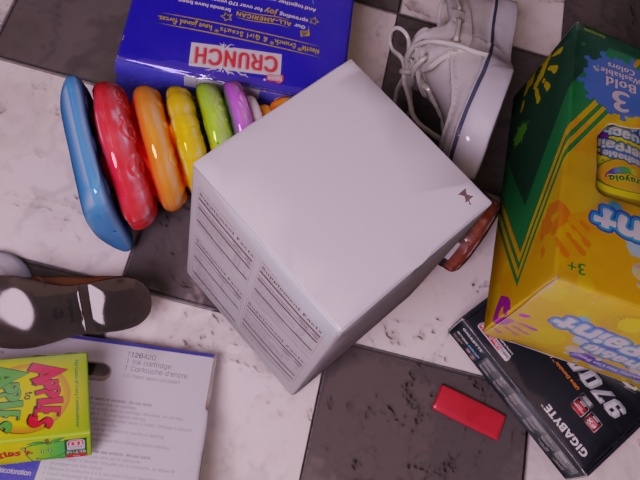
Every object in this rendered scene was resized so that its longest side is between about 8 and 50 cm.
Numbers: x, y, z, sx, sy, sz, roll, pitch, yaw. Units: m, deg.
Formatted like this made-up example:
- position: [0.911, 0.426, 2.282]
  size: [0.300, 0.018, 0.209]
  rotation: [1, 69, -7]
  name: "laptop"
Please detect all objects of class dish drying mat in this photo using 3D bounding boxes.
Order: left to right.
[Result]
- position: [0.172, 0.199, 0.860]
  size: [0.083, 0.008, 0.032]
  rotation: [26, 66, 0]
  name: "dish drying mat"

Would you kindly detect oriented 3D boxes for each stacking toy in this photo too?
- position: [-0.120, -0.116, 0.826]
  size: [0.301, 0.175, 0.166]
  rotation: [-15, 72, -7]
  name: "stacking toy"

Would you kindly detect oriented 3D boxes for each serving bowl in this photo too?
- position: [-0.360, 0.047, 0.812]
  size: [0.083, 0.027, 0.083]
  rotation: [4, 66, -10]
  name: "serving bowl"

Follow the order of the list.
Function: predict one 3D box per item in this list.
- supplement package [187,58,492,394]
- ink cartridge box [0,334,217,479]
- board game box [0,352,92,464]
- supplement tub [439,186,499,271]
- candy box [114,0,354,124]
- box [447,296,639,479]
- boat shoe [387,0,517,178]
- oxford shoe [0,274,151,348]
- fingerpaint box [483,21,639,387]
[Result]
- position: [0.000, 0.000, 0.771]
  size: [0.199, 0.263, 0.198]
  rotation: [-38, 79, -23]
  name: "supplement package"
- position: [-0.268, 0.229, 0.712]
  size: [0.303, 0.072, 0.307]
  rotation: [9, 42, -6]
  name: "ink cartridge box"
- position: [-0.310, 0.160, 0.692]
  size: [0.181, 0.043, 0.092]
  rotation: [-3, 45, -18]
  name: "board game box"
- position: [0.109, -0.055, 0.902]
  size: [0.198, 0.106, 0.106]
  rotation: [33, 65, 5]
  name: "supplement tub"
- position: [-0.097, -0.301, 0.959]
  size: [0.268, 0.122, 0.317]
  rotation: [11, 65, -7]
  name: "candy box"
- position: [0.287, 0.139, 0.883]
  size: [0.175, 0.051, 0.220]
  rotation: [-32, 77, -22]
  name: "box"
- position: [0.155, -0.219, 0.937]
  size: [0.156, 0.136, 0.367]
  rotation: [15, 47, 4]
  name: "boat shoe"
- position: [-0.289, 0.071, 0.792]
  size: [0.212, 0.076, 0.076]
  rotation: [0, 94, -14]
  name: "oxford shoe"
- position: [0.446, -0.006, 0.876]
  size: [0.444, 0.163, 0.371]
  rotation: [20, 58, -7]
  name: "fingerpaint box"
